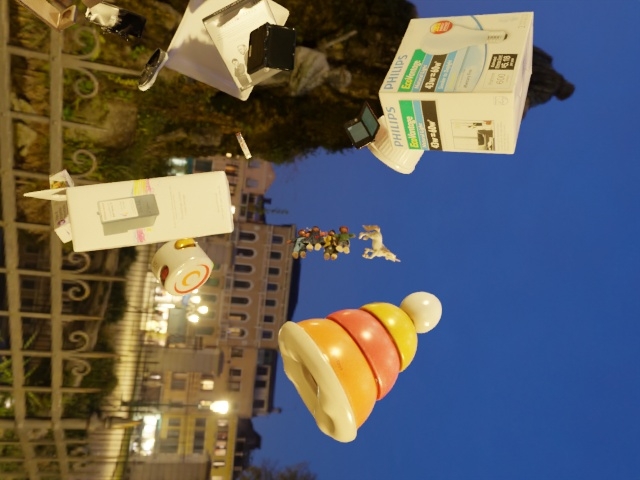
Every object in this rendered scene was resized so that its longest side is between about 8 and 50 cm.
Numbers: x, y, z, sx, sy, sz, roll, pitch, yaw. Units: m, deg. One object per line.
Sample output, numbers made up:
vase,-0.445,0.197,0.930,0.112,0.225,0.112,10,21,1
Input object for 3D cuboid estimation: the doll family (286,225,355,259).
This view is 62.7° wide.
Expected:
doll family,0.000,0.000,1.488,0.111,0.192,0.076,-86,-177,-47

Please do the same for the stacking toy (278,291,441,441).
stacking toy,0.154,0.295,1.471,0.351,0.479,0.351,51,-24,32

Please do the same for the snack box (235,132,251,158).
snack box,-0.306,-0.377,2.075,0.178,0.022,0.064,-122,-173,-62

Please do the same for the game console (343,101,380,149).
game console,0.164,-0.461,2.111,0.144,0.124,0.085,65,4,26

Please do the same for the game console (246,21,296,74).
game console,-0.125,-0.476,1.322,0.107,0.071,0.122,-10,-107,42

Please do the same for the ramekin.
ramekin,0.323,-0.422,2.245,0.127,0.272,0.273,-51,-150,29

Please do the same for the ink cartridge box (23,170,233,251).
ink cartridge box,-0.354,-0.052,1.029,0.207,0.353,0.119,-168,-109,-82

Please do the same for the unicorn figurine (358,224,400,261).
unicorn figurine,0.200,0.022,1.857,0.060,0.111,0.162,-46,121,-53

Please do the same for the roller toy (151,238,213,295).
roller toy,-0.506,0.090,1.901,0.146,0.191,0.209,46,-11,25

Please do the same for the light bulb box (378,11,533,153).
light bulb box,0.402,-0.457,1.526,0.358,0.360,0.225,-67,151,-30

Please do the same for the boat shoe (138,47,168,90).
boat shoe,-0.531,-0.537,1.640,0.142,0.049,0.040,-59,158,-7

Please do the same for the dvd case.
dvd case,-0.196,-0.549,1.461,0.030,0.179,0.239,64,1,39

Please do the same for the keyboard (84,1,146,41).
keyboard,-0.677,-0.721,1.720,0.100,0.192,0.038,-57,-131,26

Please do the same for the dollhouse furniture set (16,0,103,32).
dollhouse furniture set,-0.612,-0.615,1.247,0.123,0.151,0.144,35,47,-57

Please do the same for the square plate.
square plate,-0.318,-0.688,1.765,0.049,0.343,0.347,47,-66,41

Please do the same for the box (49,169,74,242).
box,-0.870,-0.124,1.785,0.067,0.063,0.324,76,-14,-47
